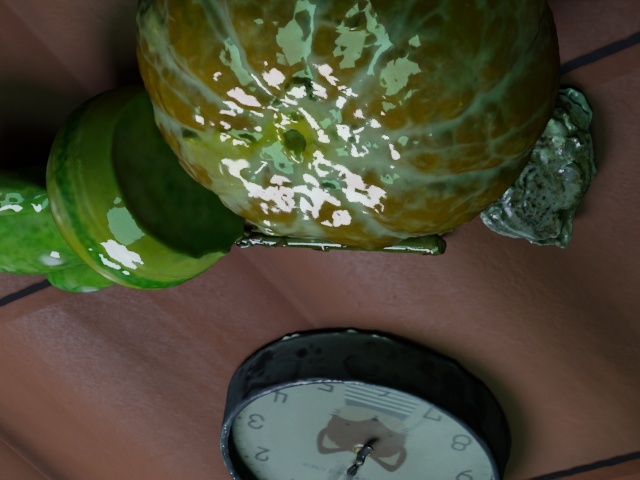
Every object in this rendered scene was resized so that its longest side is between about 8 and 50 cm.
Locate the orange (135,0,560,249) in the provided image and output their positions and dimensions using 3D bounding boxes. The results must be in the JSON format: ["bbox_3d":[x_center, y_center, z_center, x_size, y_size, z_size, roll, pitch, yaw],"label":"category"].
[{"bbox_3d":[0.022,-0.150,1.154,0.329,0.249,0.329,7,132,8],"label":"orange"}]

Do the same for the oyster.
[{"bbox_3d":[0.186,-0.065,1.336,0.124,0.064,0.177,0,127,-5],"label":"oyster"}]

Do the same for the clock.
[{"bbox_3d":[0.047,0.228,1.672,0.325,0.067,0.325,8,136,7],"label":"clock"}]

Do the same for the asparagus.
[{"bbox_3d":[0.000,0.000,1.479,0.248,0.024,0.025,2,129,16],"label":"asparagus"}]

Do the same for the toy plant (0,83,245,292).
[{"bbox_3d":[-0.231,-0.026,1.424,0.224,0.185,0.315,25,150,-36],"label":"toy plant"}]
